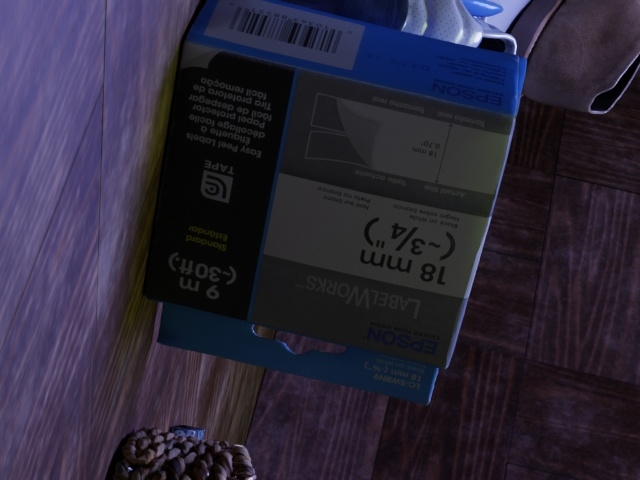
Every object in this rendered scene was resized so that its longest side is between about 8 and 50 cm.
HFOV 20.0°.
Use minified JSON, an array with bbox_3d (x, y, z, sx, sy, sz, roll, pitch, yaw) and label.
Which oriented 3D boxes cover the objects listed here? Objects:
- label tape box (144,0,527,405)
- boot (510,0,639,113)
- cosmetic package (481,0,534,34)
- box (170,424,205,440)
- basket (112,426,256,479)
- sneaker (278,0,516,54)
[{"bbox_3d":[0.000,0.000,1.373,0.106,0.240,0.334,-74,177,-57],"label":"label tape box"},{"bbox_3d":[0.282,-0.228,1.754,0.305,0.115,0.112,-56,160,-35],"label":"boot"},{"bbox_3d":[0.112,-0.216,1.710,0.217,0.156,0.385,-27,141,-65],"label":"cosmetic package"},{"bbox_3d":[-0.149,0.242,1.909,0.137,0.027,0.094,82,20,-84],"label":"box"},{"bbox_3d":[-0.072,0.283,1.534,0.299,0.223,0.213,92,11,-76],"label":"basket"},{"bbox_3d":[0.040,-0.160,1.512,0.323,0.236,0.130,74,29,-85],"label":"sneaker"}]
